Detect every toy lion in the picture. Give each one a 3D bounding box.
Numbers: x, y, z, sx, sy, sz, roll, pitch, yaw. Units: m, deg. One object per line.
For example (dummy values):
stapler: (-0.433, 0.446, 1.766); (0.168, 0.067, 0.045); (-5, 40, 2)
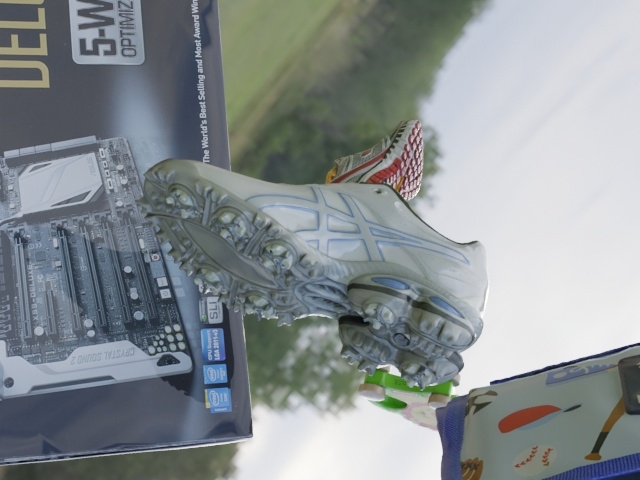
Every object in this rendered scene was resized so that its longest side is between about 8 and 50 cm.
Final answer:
toy lion: (0.089, 0.143, 1.396); (0.096, 0.100, 0.034); (70, 31, -60)

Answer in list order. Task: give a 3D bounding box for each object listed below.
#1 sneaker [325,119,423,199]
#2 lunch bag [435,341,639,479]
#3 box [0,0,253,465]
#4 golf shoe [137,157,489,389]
sneaker: (0.057, -0.081, 1.846); (0.225, 0.093, 0.088); (-47, 141, -52)
lunch bag: (0.255, 0.215, 0.983); (0.328, 0.239, 0.385); (-15, -131, 10)
box: (-0.172, -0.033, 0.868); (0.076, 0.242, 0.307); (164, -77, -64)
golf shoe: (0.000, 0.000, 0.767); (0.086, 0.176, 0.069); (-62, -179, -40)
